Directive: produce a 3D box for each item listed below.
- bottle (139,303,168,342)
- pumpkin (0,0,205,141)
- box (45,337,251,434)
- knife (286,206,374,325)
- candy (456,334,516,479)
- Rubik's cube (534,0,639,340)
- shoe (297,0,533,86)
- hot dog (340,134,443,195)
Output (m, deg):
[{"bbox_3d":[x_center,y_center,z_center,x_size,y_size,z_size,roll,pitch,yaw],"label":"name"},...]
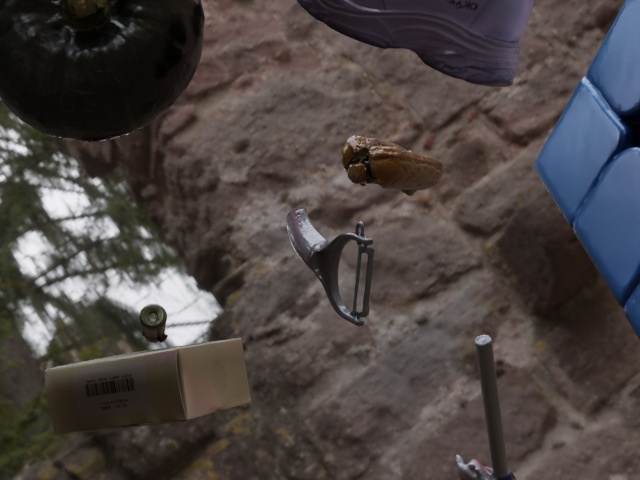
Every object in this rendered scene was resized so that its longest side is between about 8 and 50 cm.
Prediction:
[{"bbox_3d":[-0.286,0.144,1.606,0.047,0.063,0.101,-2,-25,-9],"label":"bottle"},{"bbox_3d":[-0.168,-0.157,0.677,0.167,0.167,0.125,-35,-23,-11],"label":"pumpkin"},{"bbox_3d":[-0.226,0.192,1.237,0.212,0.095,0.168,-11,-4,24],"label":"box"},{"bbox_3d":[-0.002,0.000,1.193,0.053,0.278,0.123,3,-73,-20],"label":"knife"},{"bbox_3d":[0.179,0.244,0.913,0.124,0.124,0.365,-29,-57,-25],"label":"candy"},{"bbox_3d":[0.378,-0.063,0.668,0.291,0.292,0.290,10,-56,-20],"label":"Rubik's cube"},{"bbox_3d":[0.090,-0.246,0.891,0.137,0.245,0.095,-69,-10,16],"label":"shoe"},{"bbox_3d":[0.100,-0.103,1.332,0.249,0.100,0.068,0,-70,-64],"label":"hot dog"}]
